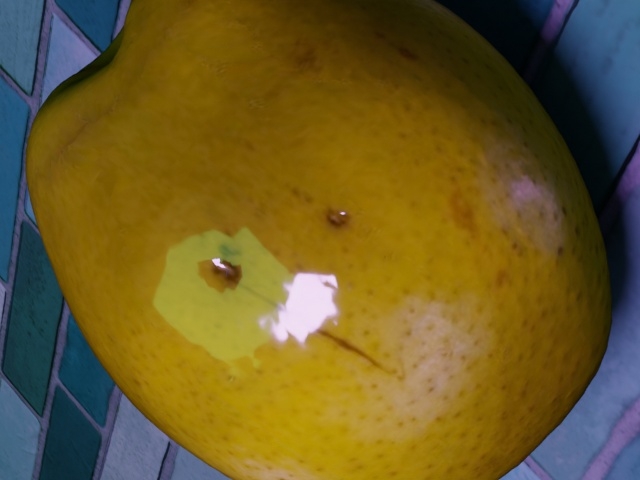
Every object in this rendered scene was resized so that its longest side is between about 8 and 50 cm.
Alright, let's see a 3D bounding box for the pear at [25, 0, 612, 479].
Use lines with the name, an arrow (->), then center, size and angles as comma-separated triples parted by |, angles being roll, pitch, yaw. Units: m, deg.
pear -> 0.000, 0.000, 1.145 | 0.418, 0.362, 0.362 | 42, 150, -15
